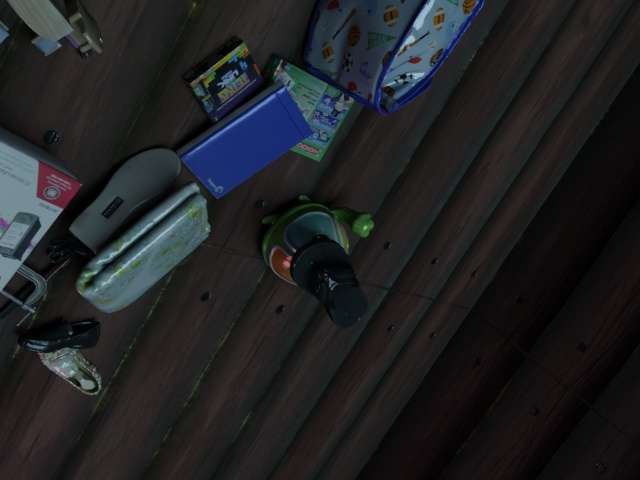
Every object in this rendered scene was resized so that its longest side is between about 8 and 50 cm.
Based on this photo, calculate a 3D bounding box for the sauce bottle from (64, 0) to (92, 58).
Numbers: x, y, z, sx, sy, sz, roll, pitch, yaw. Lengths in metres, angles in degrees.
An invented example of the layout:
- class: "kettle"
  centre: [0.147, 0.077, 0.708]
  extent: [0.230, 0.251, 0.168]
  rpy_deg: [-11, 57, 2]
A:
- class: "sauce bottle"
  centre: [-0.511, -0.438, 1.480]
  extent: [0.042, 0.042, 0.128]
  rpy_deg: [-36, 138, -15]

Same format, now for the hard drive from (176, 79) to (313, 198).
- class: "hard drive"
  centre: [-0.191, -0.258, 1.865]
  extent: [0.319, 0.040, 0.210]
  rpy_deg: [-34, 146, 2]

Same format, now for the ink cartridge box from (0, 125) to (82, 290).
- class: "ink cartridge box"
  centre: [-0.691, -0.071, 1.489]
  extent: [0.306, 0.131, 0.226]
  rpy_deg: [-53, 141, 4]

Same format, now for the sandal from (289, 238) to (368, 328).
- class: "sandal"
  centre: [0.055, 0.138, 2.073]
  extent: [0.167, 0.107, 0.445]
  rpy_deg: [-44, 142, -5]

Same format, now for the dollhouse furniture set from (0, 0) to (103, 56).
- class: "dollhouse furniture set"
  centre: [-0.598, -0.370, 1.288]
  extent: [0.303, 0.198, 0.286]
  rpy_deg: [-29, 142, 5]

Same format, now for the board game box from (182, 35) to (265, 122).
- class: "board game box"
  centre: [-0.237, -0.397, 1.766]
  extent: [0.170, 0.048, 0.141]
  rpy_deg: [-41, 140, -9]

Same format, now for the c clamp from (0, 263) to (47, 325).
- class: "c clamp"
  centre: [-0.740, 0.119, 1.717]
  extent: [0.137, 0.022, 0.160]
  rpy_deg: [-41, 122, 0]

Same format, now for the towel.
- class: "towel"
  centre: [-0.433, 0.026, 1.784]
  extent: [0.374, 0.090, 0.320]
  rpy_deg: [-43, 173, -15]

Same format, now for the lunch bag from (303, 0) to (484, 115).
- class: "lunch bag"
  centre: [0.162, -0.537, 1.802]
  extent: [0.239, 0.328, 0.385]
  rpy_deg: [25, 101, -52]

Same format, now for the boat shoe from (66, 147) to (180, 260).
- class: "boat shoe"
  centre: [-0.481, -0.080, 1.770]
  extent: [0.340, 0.127, 0.158]
  rpy_deg: [-46, 173, -21]

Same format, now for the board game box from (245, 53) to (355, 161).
- class: "board game box"
  centre: [-0.062, -0.357, 1.964]
  extent: [0.317, 0.046, 0.213]
  rpy_deg: [16, 111, -49]

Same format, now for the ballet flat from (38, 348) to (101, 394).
- class: "ballet flat"
  centre: [-0.676, 0.354, 1.960]
  extent: [0.091, 0.077, 0.241]
  rpy_deg: [-42, 140, -6]

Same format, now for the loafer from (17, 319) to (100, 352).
- class: "loafer"
  centre: [-0.682, 0.245, 1.871]
  extent: [0.223, 0.076, 0.078]
  rpy_deg: [3, 114, -50]

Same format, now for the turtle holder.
- class: "turtle holder"
  centre: [-0.010, 0.017, 2.179]
  extent: [0.320, 0.227, 0.243]
  rpy_deg: [-6, 125, -39]

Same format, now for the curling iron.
- class: "curling iron"
  centre: [-0.706, 0.099, 1.758]
  extent: [0.274, 0.035, 0.068]
  rpy_deg: [-46, 123, 3]
